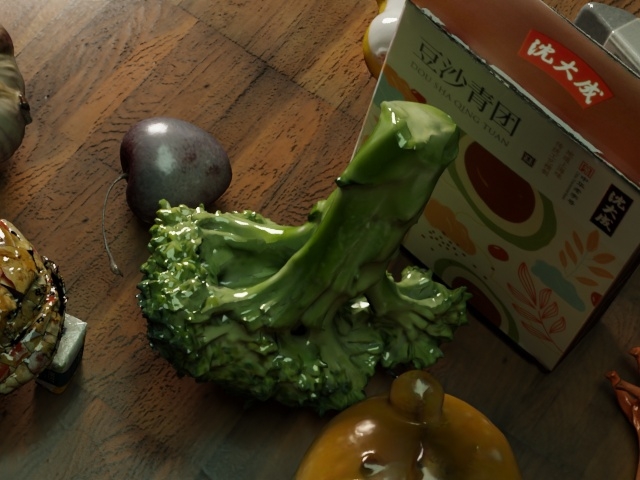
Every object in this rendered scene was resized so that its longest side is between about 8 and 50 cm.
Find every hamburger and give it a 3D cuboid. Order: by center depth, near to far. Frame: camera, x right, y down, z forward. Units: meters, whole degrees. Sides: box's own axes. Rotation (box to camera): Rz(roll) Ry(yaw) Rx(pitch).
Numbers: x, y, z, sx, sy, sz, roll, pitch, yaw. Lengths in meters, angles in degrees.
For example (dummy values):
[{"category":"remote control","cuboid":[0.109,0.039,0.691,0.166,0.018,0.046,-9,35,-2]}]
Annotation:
[{"category":"hamburger","cuboid":[0.095,0.280,1.629,0.276,0.237,0.276,4,58,-7]},{"category":"hamburger","cuboid":[-0.382,0.076,1.688,0.231,0.107,0.231,-16,54,24]}]

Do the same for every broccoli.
[{"category":"broccoli","cuboid":[-0.030,0.018,1.666,0.353,0.397,0.275,-30,69,-16]}]

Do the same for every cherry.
[{"category":"cherry","cuboid":[-0.169,-0.053,1.848,0.148,0.115,0.188,13,59,-49]}]

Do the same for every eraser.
[{"category":"eraser","cuboid":[0.456,-0.171,2.034,0.061,0.089,0.352,-29,71,-24]}]

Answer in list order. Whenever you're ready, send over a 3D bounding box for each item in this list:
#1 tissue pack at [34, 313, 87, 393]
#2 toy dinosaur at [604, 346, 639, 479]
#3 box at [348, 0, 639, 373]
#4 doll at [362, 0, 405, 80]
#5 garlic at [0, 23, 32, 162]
[{"category":"tissue pack","cuboid":[-0.286,0.124,1.729,0.042,0.083,0.062,26,60,3]},{"category":"toy dinosaur","cuboid":[0.375,0.192,1.832,0.101,0.055,0.279,45,58,-11]},{"category":"box","cuboid":[0.214,-0.078,1.762,0.344,0.385,0.122,41,60,13]},{"category":"doll","cuboid":[0.141,-0.304,2.012,0.166,0.162,0.270,-9,64,19]},{"category":"garlic","cuboid":[-0.461,-0.160,1.824,0.244,0.160,0.245,13,63,-27]}]
